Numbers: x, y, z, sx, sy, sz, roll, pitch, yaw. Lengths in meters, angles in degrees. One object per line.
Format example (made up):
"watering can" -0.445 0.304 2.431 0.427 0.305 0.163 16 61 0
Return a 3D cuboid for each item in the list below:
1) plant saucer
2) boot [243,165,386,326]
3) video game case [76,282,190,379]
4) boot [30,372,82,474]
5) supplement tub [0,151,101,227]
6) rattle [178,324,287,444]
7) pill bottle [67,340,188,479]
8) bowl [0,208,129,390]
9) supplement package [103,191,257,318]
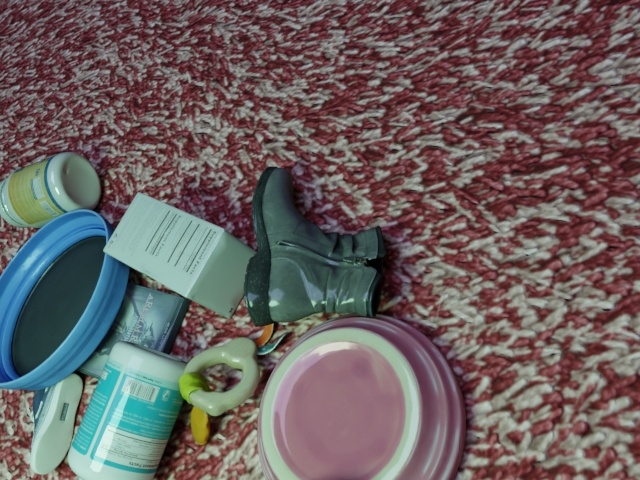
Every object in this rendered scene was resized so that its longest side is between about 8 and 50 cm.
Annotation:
"plant saucer" 0.040 0.259 0.916 0.332 0.084 0.332 -13 60 24
"boot" 0.000 0.000 1.062 0.223 0.118 0.338 -7 52 8
"video game case" -0.397 0.180 1.236 0.274 0.026 0.196 10 71 33
"boot" -0.521 0.349 1.202 0.086 0.069 0.190 -11 53 32
"supplement tub" -0.621 -0.110 1.430 0.200 0.144 0.144 -14 61 23
"rattle" -0.134 0.237 1.061 0.130 0.142 0.200 4 32 38
"pill bottle" -0.324 0.312 1.049 0.146 0.146 0.264 13 77 33
"bowl" -0.546 0.120 1.283 0.391 0.077 0.391 -20 51 26
"supplement package" -0.253 0.025 1.161 0.244 0.139 0.133 22 79 34
